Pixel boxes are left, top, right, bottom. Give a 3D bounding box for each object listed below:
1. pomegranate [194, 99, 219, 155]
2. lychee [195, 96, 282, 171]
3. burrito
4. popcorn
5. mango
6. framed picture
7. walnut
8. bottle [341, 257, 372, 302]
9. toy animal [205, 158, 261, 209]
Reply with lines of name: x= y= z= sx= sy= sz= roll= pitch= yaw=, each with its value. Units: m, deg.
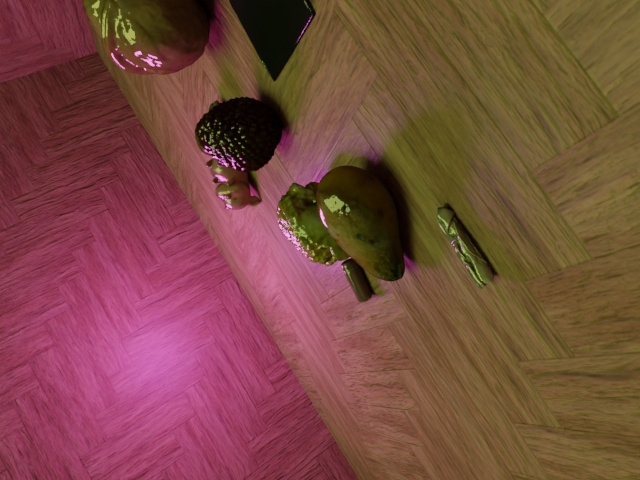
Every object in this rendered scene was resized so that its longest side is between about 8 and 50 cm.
pomegranate: x=-0.385 y=-0.407 z=1.728 sx=0.179 sy=0.179 sz=0.210 roll=86 pitch=166 yaw=-48
lychee: x=-0.243 y=-0.325 z=1.408 sx=0.236 sy=0.271 sz=0.235 roll=9 pitch=103 yaw=46
burrito: x=0.290 y=0.012 z=0.940 sx=0.185 sy=0.041 sz=0.045 roll=58 pitch=167 yaw=11
popcorn: x=-0.006 y=-0.032 z=1.358 sx=0.286 sy=0.174 sz=0.225 roll=43 pitch=162 yaw=18
mango: x=0.110 y=-0.038 z=1.129 sx=0.329 sy=0.176 sz=0.176 roll=54 pitch=-171 yaw=-40
framed picture: x=-0.133 y=-0.583 z=1.148 sx=0.255 sy=0.014 sz=0.339 roll=61 pitch=159 yaw=-4
walnut: x=-0.526 y=-0.686 z=1.428 sx=0.381 sy=0.381 sz=0.381 roll=47 pitch=155 yaw=30
bottle: x=0.114 y=0.125 z=1.449 sx=0.140 sy=0.053 sz=0.053 roll=64 pitch=158 yaw=-11
toy animal: x=-0.369 y=-0.242 z=1.902 sx=0.167 sy=0.154 sz=0.250 roll=7 pitch=123 yaw=36
